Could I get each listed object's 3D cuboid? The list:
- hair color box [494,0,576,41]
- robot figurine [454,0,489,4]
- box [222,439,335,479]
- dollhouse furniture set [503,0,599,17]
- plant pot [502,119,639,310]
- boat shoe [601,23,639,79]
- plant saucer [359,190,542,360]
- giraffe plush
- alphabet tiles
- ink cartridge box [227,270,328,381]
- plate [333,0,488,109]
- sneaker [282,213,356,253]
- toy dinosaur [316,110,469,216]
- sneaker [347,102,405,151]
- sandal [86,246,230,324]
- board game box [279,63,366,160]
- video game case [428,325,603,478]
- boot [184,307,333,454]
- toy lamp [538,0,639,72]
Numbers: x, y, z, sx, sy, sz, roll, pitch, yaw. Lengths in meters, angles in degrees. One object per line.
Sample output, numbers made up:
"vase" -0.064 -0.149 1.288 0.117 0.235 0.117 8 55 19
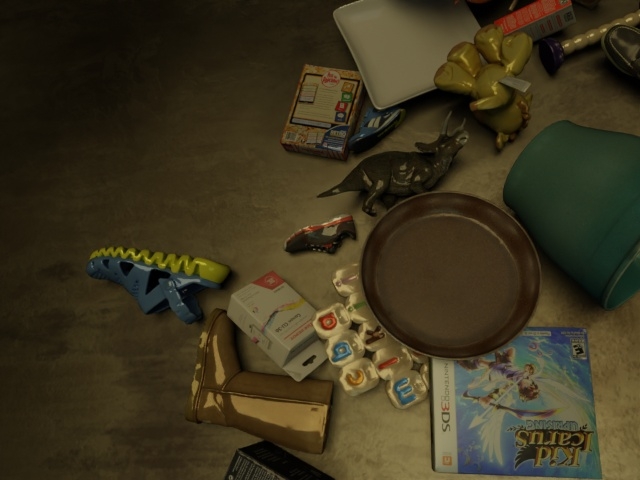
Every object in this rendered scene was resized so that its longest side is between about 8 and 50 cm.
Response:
"hair color box" 0.432 -0.439 1.086 0.141 0.072 0.043 -17 70 28
"robot figurine" 0.351 -0.571 1.086 0.219 0.128 0.158 -44 30 -12
"box" -0.074 0.435 0.945 0.158 0.156 0.093 23 82 18
"dollhouse furniture set" 0.480 -0.490 1.086 0.151 0.144 0.123 31 89 5
"plant pot" 0.466 -0.068 0.910 0.271 0.271 0.255 -44 56 -1
"boat shoe" 0.626 -0.326 0.998 0.223 0.073 0.080 42 102 2
"plant saucer" 0.224 0.059 0.954 0.310 0.050 0.311 -2 68 4
"giraffe plush" 0.345 -0.282 1.045 0.181 0.170 0.210 -34 49 11
"alphabet tiles" 0.139 0.159 1.012 0.278 0.021 0.284 -25 78 -8
"ink cartridge box" -0.070 0.161 1.037 0.198 0.067 0.115 40 45 19
"plate" 0.199 -0.425 1.159 0.277 0.045 0.278 -20 71 -1
"sneaker" 0.000 0.000 1.100 0.158 0.061 0.065 -23 77 7
"toy dinosaur" 0.151 -0.125 1.084 0.313 0.121 0.160 -13 60 15
"sneaker" 0.110 -0.243 1.143 0.144 0.053 0.059 -37 70 -8
"sandal" -0.353 0.091 1.129 0.317 0.126 0.138 7 81 17
"board game box" 0.010 -0.282 1.180 0.146 0.045 0.193 13 79 17
"video game case" 0.325 0.272 0.929 0.269 0.061 0.244 0 76 6
"boot" -0.105 0.265 1.044 0.269 0.089 0.236 7 77 11
"toy lamp" 0.579 -0.421 1.063 0.274 0.080 0.080 -22 71 6
